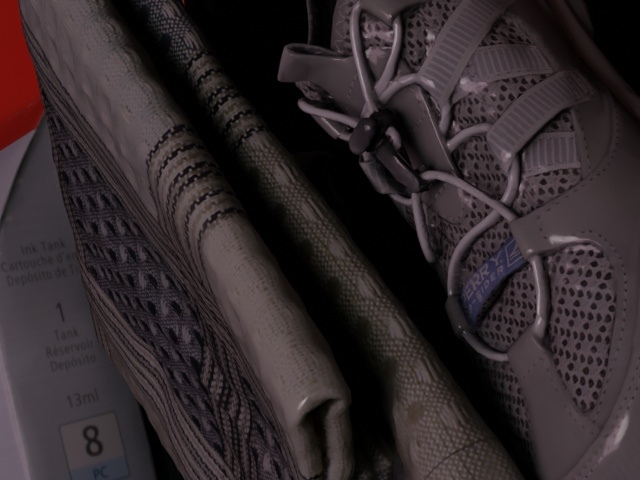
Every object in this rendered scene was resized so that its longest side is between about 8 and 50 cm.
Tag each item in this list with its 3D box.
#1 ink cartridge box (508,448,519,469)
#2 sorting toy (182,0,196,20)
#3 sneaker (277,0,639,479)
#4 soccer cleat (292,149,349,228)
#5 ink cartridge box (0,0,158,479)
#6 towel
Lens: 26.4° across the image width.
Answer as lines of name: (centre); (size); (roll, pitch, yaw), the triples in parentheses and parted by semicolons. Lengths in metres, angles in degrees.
ink cartridge box: (0.156, 0.094, 0.431); (0.186, 0.065, 0.311); (50, 129, 29)
sorting toy: (-0.085, -0.139, 0.663); (0.061, 0.042, 0.102); (7, 103, 47)
sneaker: (0.039, -0.031, 0.438); (0.105, 0.115, 0.281); (-59, 36, 41)
soccer cleat: (0.000, 0.000, 0.607); (0.036, 0.029, 0.083); (-22, 76, 52)
ink cartridge box: (-0.255, 0.011, 0.847); (0.308, 0.091, 0.385); (-21, 83, 48)
towel: (-0.041, 0.059, 0.547); (0.324, 0.056, 0.312); (54, 157, 32)
